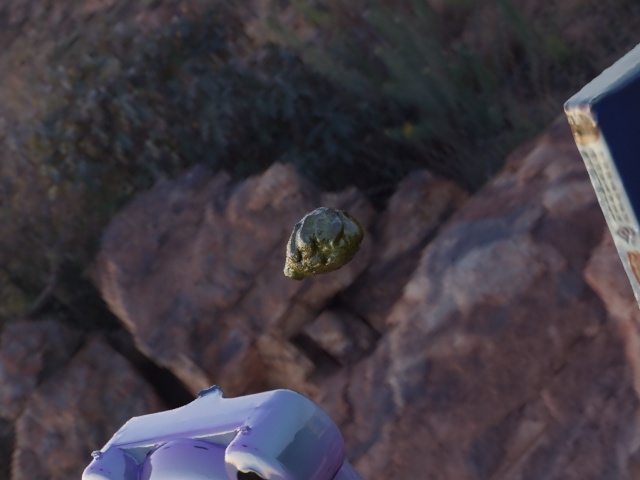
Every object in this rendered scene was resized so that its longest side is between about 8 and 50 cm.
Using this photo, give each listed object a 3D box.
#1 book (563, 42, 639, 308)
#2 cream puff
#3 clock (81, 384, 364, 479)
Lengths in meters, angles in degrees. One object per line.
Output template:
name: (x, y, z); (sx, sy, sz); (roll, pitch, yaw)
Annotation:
book: (0.337, 0.026, 0.937); (0.300, 0.428, 0.039); (-36, 22, -28)
cream puff: (0.000, 0.000, 1.256); (0.083, 0.058, 0.083); (-17, -10, 14)
clock: (-0.041, 0.232, 1.067); (0.227, 0.248, 0.090); (-16, 24, 41)
